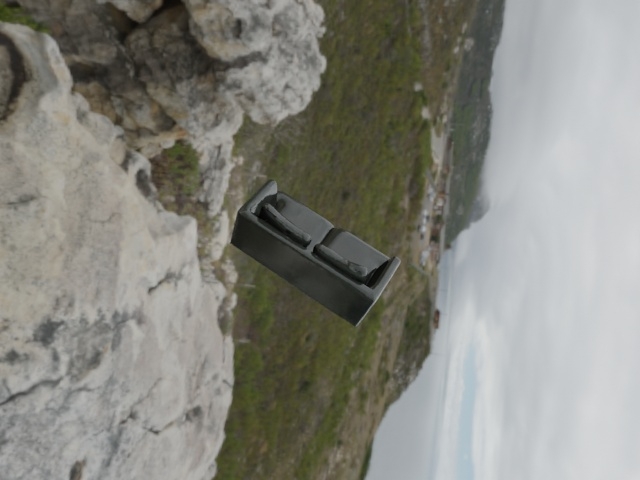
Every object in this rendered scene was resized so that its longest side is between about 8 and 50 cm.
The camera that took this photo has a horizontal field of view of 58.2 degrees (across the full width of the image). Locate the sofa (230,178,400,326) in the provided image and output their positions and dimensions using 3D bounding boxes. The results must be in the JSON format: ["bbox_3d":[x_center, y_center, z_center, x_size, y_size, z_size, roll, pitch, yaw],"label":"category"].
[{"bbox_3d":[0.000,0.000,0.534,0.085,0.147,0.060,-49,169,-44],"label":"sofa"}]
